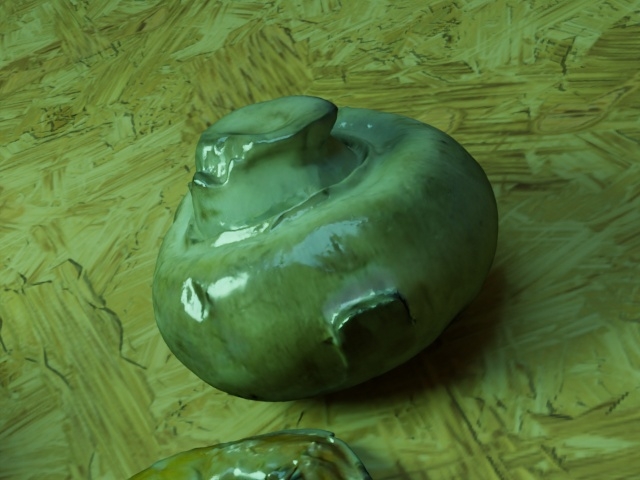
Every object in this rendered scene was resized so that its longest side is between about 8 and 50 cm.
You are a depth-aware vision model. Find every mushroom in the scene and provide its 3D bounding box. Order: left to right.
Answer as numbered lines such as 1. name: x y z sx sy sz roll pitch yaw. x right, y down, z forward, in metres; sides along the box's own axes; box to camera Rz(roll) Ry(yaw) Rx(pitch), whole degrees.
1. mushroom: 0.000 0.000 1.005 0.255 0.184 0.255 -14 20 5

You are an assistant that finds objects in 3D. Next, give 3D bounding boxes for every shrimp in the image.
1. shrimp: -0.012 0.161 0.882 0.317 0.062 0.164 -7 33 33
